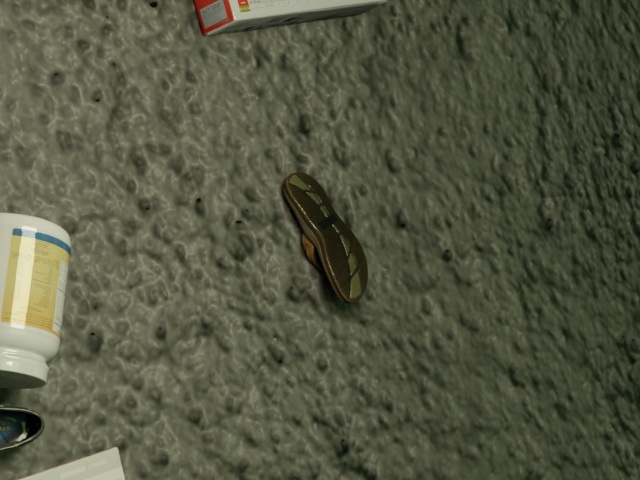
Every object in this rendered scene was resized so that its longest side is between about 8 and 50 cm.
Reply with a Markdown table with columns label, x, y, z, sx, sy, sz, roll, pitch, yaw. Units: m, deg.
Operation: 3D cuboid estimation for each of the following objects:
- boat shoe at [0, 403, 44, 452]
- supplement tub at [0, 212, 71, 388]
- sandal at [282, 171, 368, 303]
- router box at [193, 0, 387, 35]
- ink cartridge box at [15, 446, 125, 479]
| label | x | y | z | sx | sy | sz | roll | pitch | yaw |
| --- | --- | --- | --- | --- | --- | --- | --- | --- | --- |
| boat shoe | -0.447 | 0.239 | 1.899 | 0.228 | 0.076 | 0.080 | 4 | 77 | -40 |
| supplement tub | -0.396 | 0.078 | 1.936 | 0.144 | 0.144 | 0.199 | 17 | 69 | -36 |
| sandal | 0.000 | 0.000 | 2.354 | 0.090 | 0.060 | 0.219 | -28 | 83 | -47 |
| router box | -0.072 | -0.490 | 2.391 | 0.335 | 0.082 | 0.301 | -14 | 89 | -41 |
| ink cartridge box | -0.356 | 0.427 | 1.936 | 0.296 | 0.066 | 0.261 | -14 | 88 | -42 |
